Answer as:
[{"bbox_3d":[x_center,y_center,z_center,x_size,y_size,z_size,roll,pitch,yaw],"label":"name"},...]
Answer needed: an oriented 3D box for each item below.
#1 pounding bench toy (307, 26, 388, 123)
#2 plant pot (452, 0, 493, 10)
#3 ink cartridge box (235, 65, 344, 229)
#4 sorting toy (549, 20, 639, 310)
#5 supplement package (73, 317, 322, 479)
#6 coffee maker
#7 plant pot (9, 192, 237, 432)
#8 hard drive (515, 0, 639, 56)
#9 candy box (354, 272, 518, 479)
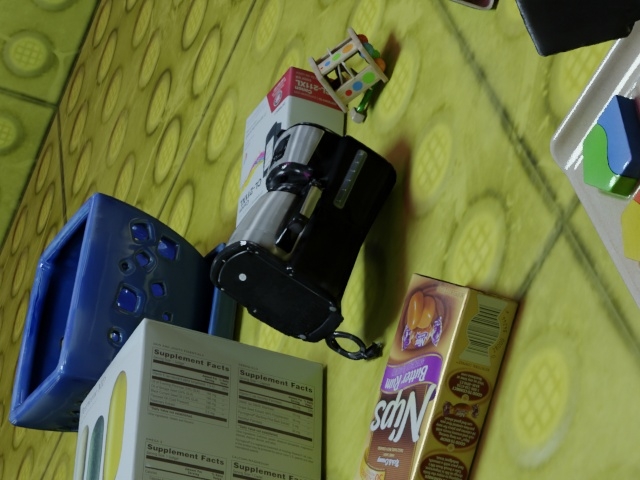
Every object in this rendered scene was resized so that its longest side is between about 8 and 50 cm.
[{"bbox_3d":[0.040,-0.171,1.627,0.065,0.083,0.052,-36,33,8],"label":"pounding bench toy"},{"bbox_3d":[0.113,-0.278,1.454,0.096,0.109,0.109,-165,91,-82],"label":"plant pot"},{"bbox_3d":[-0.033,-0.082,1.709,0.127,0.072,0.175,-44,35,52],"label":"ink cartridge box"},{"bbox_3d":[0.234,-0.064,1.013,0.193,0.038,0.208,-60,36,32],"label":"sorting toy"},{"bbox_3d":[-0.126,0.254,1.520,0.199,0.198,0.263,130,149,-47],"label":"supplement package"},{"bbox_3d":[0.000,0.000,1.490,0.120,0.171,0.178,-14,38,42],"label":"coffee maker"},{"bbox_3d":[-0.229,0.109,1.870,0.236,0.212,0.236,-39,41,57],"label":"plant pot"},{"bbox_3d":[0.240,-0.253,0.892,0.237,0.064,0.339,-11,39,25],"label":"hard drive"},{"bbox_3d":[0.092,0.127,1.268,0.109,0.053,0.187,14,89,69],"label":"candy box"}]
